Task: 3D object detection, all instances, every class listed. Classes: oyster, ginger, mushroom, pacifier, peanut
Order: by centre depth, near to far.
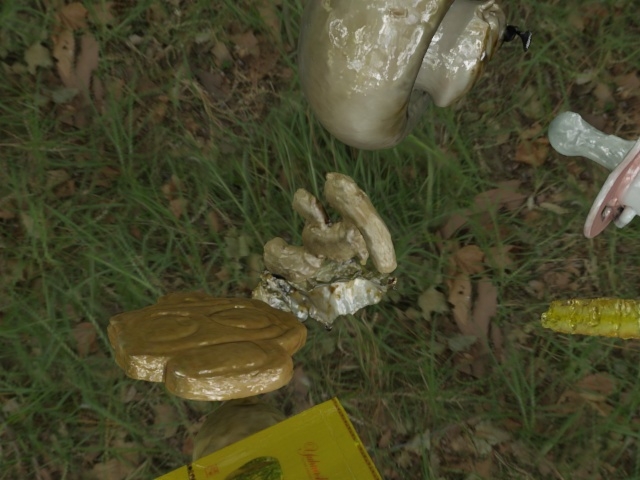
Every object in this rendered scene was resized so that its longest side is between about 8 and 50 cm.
[{"bbox_3d":[0.134,-0.288,0.942,0.294,0.362,0.363,25,89,8],"label":"mushroom"},{"bbox_3d":[-0.092,0.357,0.942,0.169,0.387,0.192,-11,119,-5],"label":"peanut"},{"bbox_3d":[-0.002,-0.015,0.968,0.065,0.258,0.150,-17,95,-42],"label":"ginger"},{"bbox_3d":[0.579,-0.157,1.282,0.273,0.220,0.332,33,93,-9],"label":"pacifier"},{"bbox_3d":[0.001,0.118,1.490,0.133,0.336,0.198,56,135,36],"label":"oyster"}]

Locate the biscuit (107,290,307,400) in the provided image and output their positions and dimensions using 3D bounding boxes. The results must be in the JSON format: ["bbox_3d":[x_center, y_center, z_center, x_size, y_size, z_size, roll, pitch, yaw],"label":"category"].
[{"bbox_3d":[-0.161,0.130,0.977,0.269,0.376,0.051,-5,104,-25],"label":"biscuit"}]

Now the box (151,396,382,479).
[{"bbox_3d":[-0.044,0.151,0.378,0.155,0.087,0.023,-22,119,-9],"label":"box"}]

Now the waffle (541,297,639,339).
[{"bbox_3d":[0.423,0.113,0.962,0.160,0.211,0.055,8,82,-23],"label":"waffle"}]
